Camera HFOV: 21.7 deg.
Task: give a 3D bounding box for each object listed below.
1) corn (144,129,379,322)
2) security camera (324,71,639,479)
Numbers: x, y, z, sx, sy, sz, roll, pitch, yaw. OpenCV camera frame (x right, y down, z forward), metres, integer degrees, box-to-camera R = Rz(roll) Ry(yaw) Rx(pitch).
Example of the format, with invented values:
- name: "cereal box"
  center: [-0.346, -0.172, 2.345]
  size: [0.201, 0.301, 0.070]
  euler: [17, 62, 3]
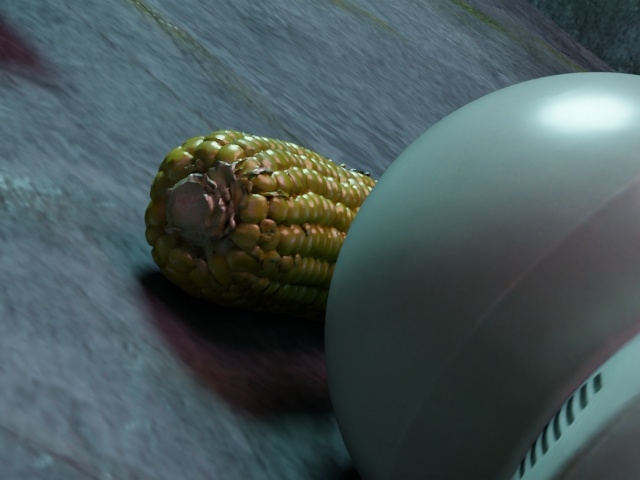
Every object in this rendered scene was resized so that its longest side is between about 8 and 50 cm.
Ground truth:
- name: "corn"
  center: [0.000, 0.000, 0.690]
  size: [0.072, 0.072, 0.203]
  euler: [47, 16, 26]
- name: "security camera"
  center: [0.099, 0.047, 0.558]
  size: [0.194, 0.194, 0.236]
  euler: [25, 19, -42]
